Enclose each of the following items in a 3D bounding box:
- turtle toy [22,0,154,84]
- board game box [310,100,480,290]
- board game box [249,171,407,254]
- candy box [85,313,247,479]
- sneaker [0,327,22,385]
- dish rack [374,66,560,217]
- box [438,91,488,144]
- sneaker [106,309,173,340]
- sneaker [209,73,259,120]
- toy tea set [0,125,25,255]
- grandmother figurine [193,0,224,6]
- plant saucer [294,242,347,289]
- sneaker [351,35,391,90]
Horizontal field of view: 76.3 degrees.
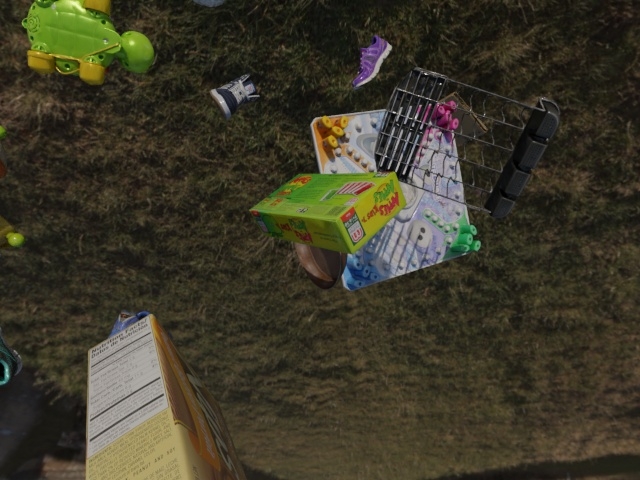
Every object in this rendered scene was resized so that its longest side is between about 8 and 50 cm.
[{"bbox_3d":[-0.254,-0.221,0.451,0.130,0.066,0.095,9,102,-16],"label":"turtle toy"},{"bbox_3d":[0.196,-0.117,0.959,0.389,0.050,0.391,-14,96,-23],"label":"board game box"},{"bbox_3d":[0.001,-0.039,0.482,0.181,0.092,0.043,11,135,52],"label":"board game box"},{"bbox_3d":[-0.134,0.230,0.393,0.087,0.316,0.183,-30,121,-16],"label":"candy box"},{"bbox_3d":[-0.620,0.201,0.755,0.064,0.076,0.167,-34,117,-18],"label":"sneaker"},{"bbox_3d":[0.234,-0.164,0.690,0.271,0.074,0.209,20,119,5],"label":"dish rack"},{"bbox_3d":[0.404,-0.372,1.307,0.164,0.021,0.201,40,157,-18],"label":"box"},{"bbox_3d":[-0.390,0.206,0.919,0.083,0.087,0.221,7,165,4],"label":"sneaker"},{"bbox_3d":[-0.283,-0.490,1.377,0.153,0.282,0.099,-25,117,-3],"label":"sneaker"},{"bbox_3d":[-0.541,-0.130,0.568,0.335,0.124,0.200,33,148,8],"label":"toy tea set"},{"bbox_3d":[-0.155,-0.564,0.853,0.207,0.342,0.104,5,131,27],"label":"grandmother figurine"},{"bbox_3d":[0.000,0.000,0.694,0.029,0.169,0.169,-13,142,-27],"label":"plant saucer"},{"bbox_3d":[0.125,-0.482,1.110,0.071,0.170,0.068,34,165,-18],"label":"sneaker"}]
